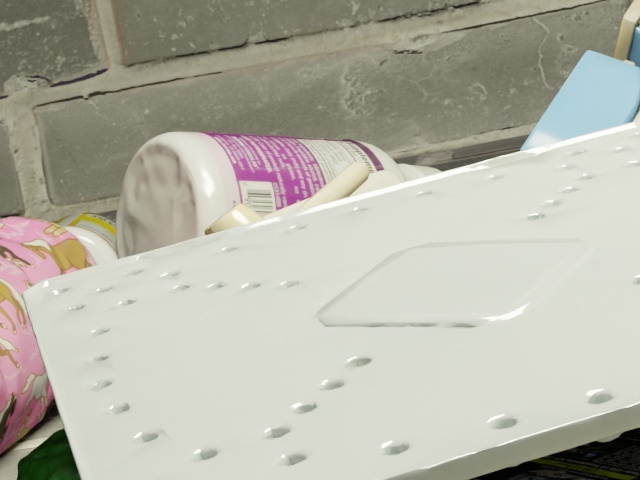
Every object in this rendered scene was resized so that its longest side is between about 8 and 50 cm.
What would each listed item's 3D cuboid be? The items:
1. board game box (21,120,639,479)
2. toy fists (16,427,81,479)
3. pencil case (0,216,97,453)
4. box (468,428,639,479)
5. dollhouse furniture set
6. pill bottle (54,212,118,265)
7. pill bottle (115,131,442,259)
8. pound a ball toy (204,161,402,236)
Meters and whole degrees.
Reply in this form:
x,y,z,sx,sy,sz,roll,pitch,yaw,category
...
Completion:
x,y,z,sx,sy,sz,roll,pitch,yaw,category
0.068,0.040,0.830,0.390,0.050,0.390,-15,16,-11,board game box
-0.158,0.157,0.871,0.279,0.096,0.142,-15,1,-19,toy fists
-0.282,0.081,1.314,0.160,0.167,0.386,22,10,7,pencil case
0.103,0.134,0.776,0.216,0.060,0.270,-15,8,-30,box
0.271,0.001,1.374,0.198,0.286,0.303,23,45,17,dollhouse furniture set
-0.266,0.037,1.887,0.117,0.117,0.215,-11,7,2,pill bottle
-0.020,-0.011,1.591,0.301,0.169,0.169,1,-1,-35,pill bottle
-0.008,0.043,1.264,0.208,0.136,0.319,-34,-6,35,pound a ball toy
